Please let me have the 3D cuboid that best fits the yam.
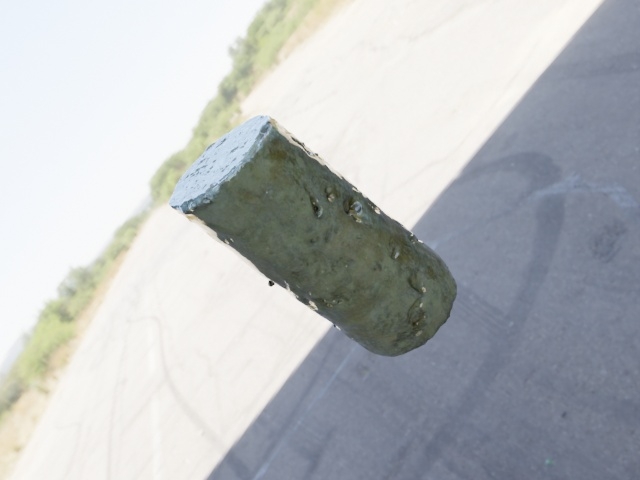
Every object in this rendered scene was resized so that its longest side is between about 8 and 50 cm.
[{"bbox_3d":[0.000,0.000,0.462,0.078,0.179,0.078,-29,42,30],"label":"yam"}]
